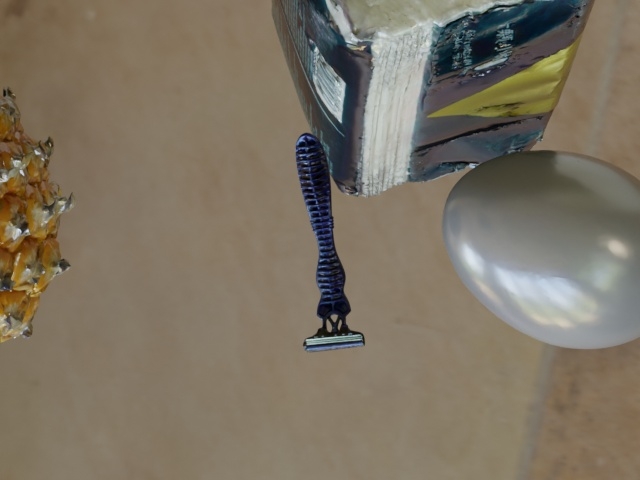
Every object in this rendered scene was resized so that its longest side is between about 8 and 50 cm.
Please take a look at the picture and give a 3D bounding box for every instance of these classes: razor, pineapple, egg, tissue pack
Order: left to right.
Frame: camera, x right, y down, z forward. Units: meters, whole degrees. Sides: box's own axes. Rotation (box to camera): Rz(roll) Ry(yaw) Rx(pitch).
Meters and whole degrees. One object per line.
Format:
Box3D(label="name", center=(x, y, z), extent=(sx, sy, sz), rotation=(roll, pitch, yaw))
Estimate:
Box3D(label="pineapple", center=(-0.418, -0.034, 1.910), extent=(0.352, 0.300, 0.352), rotation=(-3, 67, 6))
Box3D(label="razor", center=(0.001, 0.001, 1.365), extent=(0.044, 0.028, 0.154), rotation=(-9, 88, 11))
Box3D(label="tissue pack", center=(0.091, -0.232, 1.801), extent=(0.253, 0.416, 0.264), rotation=(-17, 73, -7))
Box3D(label="egg", center=(0.220, 0.006, 1.768), extent=(0.176, 0.232, 0.176), rotation=(-163, 90, -72))
